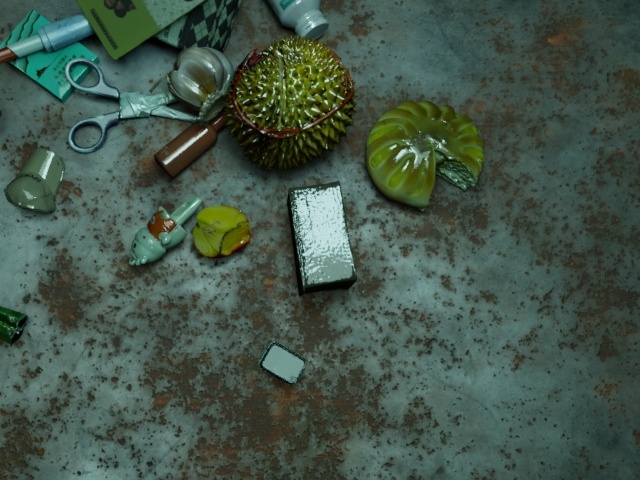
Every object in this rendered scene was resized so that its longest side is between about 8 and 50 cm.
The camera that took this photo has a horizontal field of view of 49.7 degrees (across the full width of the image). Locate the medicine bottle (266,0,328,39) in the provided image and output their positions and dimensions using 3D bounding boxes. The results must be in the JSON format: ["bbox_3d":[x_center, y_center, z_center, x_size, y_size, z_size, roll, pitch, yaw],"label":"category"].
[{"bbox_3d":[-0.070,-0.672,1.954,0.135,0.135,0.215,-31,84,-10],"label":"medicine bottle"}]

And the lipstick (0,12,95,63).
[{"bbox_3d":[-0.747,-0.537,1.860,0.274,0.061,0.068,-25,85,-11],"label":"lipstick"}]

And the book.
[{"bbox_3d":[-0.470,-0.651,1.780,0.352,0.035,0.239,-24,103,24],"label":"book"}]

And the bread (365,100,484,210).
[{"bbox_3d":[0.286,-0.250,1.902,0.333,0.160,0.333,1,78,-5],"label":"bread"}]

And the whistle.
[{"bbox_3d":[-0.412,-0.026,1.824,0.253,0.106,0.102,-43,65,-4],"label":"whistle"}]

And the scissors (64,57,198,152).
[{"bbox_3d":[-0.502,-0.367,1.903,0.383,0.029,0.256,0,93,-10],"label":"scissors"}]

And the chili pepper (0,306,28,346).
[{"bbox_3d":[-0.871,0.186,1.772,0.227,0.059,0.088,24,83,1],"label":"chili pepper"}]

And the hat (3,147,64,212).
[{"bbox_3d":[-0.761,-0.166,1.827,0.147,0.085,0.175,17,80,-1],"label":"hat"}]

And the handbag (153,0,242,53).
[{"bbox_3d":[-0.416,-0.708,1.850,0.416,0.180,0.317,26,118,0],"label":"handbag"}]

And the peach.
[{"bbox_3d":[-0.262,-0.027,1.837,0.151,0.118,0.151,-1,87,23],"label":"peach"}]

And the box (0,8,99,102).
[{"bbox_3d":[-0.753,-0.510,1.910,0.226,0.042,0.161,36,78,1],"label":"box"}]

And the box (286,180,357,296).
[{"bbox_3d":[-0.003,0.000,1.819,0.143,0.184,0.273,-8,81,-6],"label":"box"}]

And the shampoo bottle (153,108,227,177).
[{"bbox_3d":[-0.338,-0.273,1.889,0.244,0.085,0.085,-40,86,-13],"label":"shampoo bottle"}]

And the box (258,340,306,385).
[{"bbox_3d":[-0.099,0.323,1.812,0.122,0.069,0.084,29,81,0],"label":"box"}]

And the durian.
[{"bbox_3d":[-0.076,-0.351,1.773,0.347,0.384,0.348,2,81,-15],"label":"durian"}]

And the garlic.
[{"bbox_3d":[-0.339,-0.384,1.817,0.256,0.207,0.207,-21,82,18],"label":"garlic"}]
